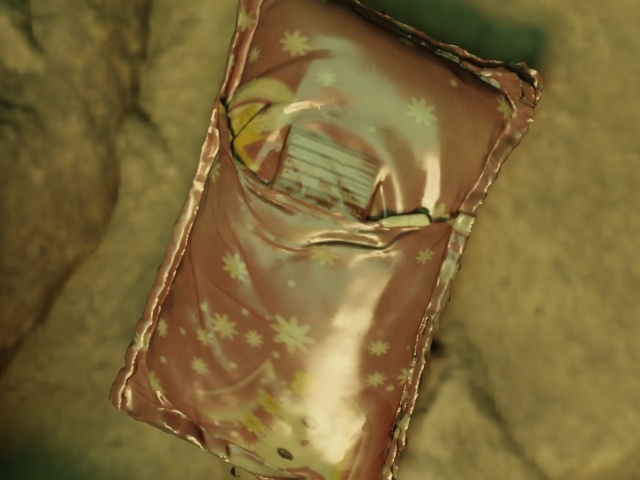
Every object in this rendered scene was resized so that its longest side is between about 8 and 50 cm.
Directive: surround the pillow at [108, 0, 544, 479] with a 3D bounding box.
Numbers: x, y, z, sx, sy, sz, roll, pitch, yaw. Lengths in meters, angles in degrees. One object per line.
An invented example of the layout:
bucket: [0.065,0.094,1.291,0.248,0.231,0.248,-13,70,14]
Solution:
pillow: [0.000,0.000,0.704,0.118,0.043,0.185,23,107,10]
